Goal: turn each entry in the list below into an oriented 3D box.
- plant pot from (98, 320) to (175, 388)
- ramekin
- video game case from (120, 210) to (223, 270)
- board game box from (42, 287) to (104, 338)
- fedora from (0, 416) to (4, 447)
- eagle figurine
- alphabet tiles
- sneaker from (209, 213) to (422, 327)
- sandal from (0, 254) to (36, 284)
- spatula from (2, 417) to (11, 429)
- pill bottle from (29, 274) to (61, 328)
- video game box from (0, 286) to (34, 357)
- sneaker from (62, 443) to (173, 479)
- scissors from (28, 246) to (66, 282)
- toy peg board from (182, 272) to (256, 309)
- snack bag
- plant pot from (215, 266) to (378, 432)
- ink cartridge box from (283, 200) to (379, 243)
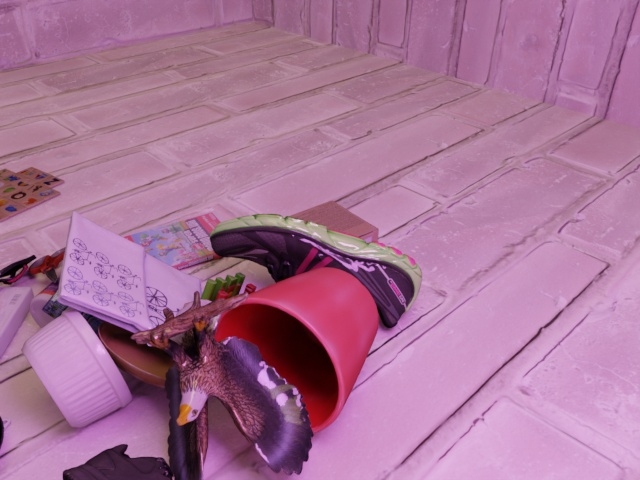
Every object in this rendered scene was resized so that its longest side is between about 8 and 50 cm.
[{"bbox_3d":[-0.315,0.221,1.129,0.236,0.032,0.236,27,5,-3],"label":"plant pot"},{"bbox_3d":[-0.439,0.233,1.055,0.109,0.207,0.207,-33,45,-27],"label":"ramekin"},{"bbox_3d":[-0.372,0.009,1.557,0.285,0.025,0.204,-18,38,-26],"label":"video game case"},{"bbox_3d":[-0.444,0.126,1.255,0.194,0.060,0.194,38,38,-13],"label":"board game box"},{"bbox_3d":[-0.698,0.306,0.944,0.334,0.152,0.334,1,30,-1],"label":"fedora"},{"bbox_3d":[-0.174,0.247,0.944,0.226,0.298,0.225,-5,25,45],"label":"eagle figurine"},{"bbox_3d":[-0.970,-0.136,1.779,0.285,0.011,0.342,20,38,26],"label":"alphabet tiles"},{"bbox_3d":[-0.025,0.067,1.288,0.483,0.202,0.185,16,-6,7],"label":"sneaker"},{"bbox_3d":[-0.718,0.076,1.388,0.067,0.040,0.179,-29,9,10],"label":"sandal"},{"bbox_3d":[-0.656,0.378,0.987,0.168,0.019,0.242,6,34,10],"label":"spatula"},{"bbox_3d":[-0.538,0.114,1.315,0.108,0.108,0.193,11,34,15],"label":"pill bottle"},{"bbox_3d":[-0.748,0.176,1.269,0.187,0.048,0.205,2,32,-3],"label":"video game box"},{"bbox_3d":[-0.260,0.397,0.897,0.286,0.109,0.130,23,33,27],"label":"sneaker"},{"bbox_3d":[-0.635,0.073,1.363,0.109,0.021,0.297,-25,21,-9],"label":"scissors"},{"bbox_3d":[-0.171,0.137,1.241,0.161,0.079,0.161,28,17,22],"label":"toy peg board"},{"bbox_3d":[-0.361,0.096,1.201,0.342,0.037,0.323,33,14,-30],"label":"snack bag"},{"bbox_3d":[-0.025,0.183,1.110,0.275,0.275,0.243,18,27,24],"label":"plant pot"},{"bbox_3d":[0.000,0.000,1.523,0.235,0.088,0.193,-22,41,-32],"label":"ink cartridge box"}]
